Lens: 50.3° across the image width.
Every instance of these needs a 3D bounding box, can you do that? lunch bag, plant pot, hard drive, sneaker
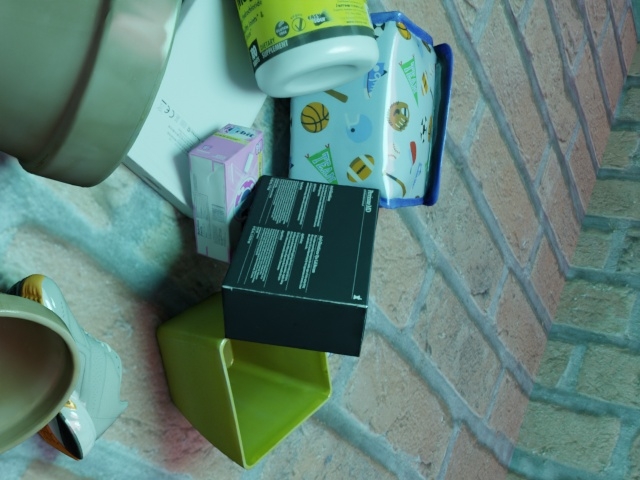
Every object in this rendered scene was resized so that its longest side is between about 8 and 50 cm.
[{"bbox_3d":[0.114,-0.223,1.271,0.385,0.239,0.327,-8,103,-68],"label":"lunch bag"},{"bbox_3d":[-0.390,0.130,0.723,0.237,0.109,0.237,-25,141,-23],"label":"plant pot"},{"bbox_3d":[-0.180,-0.213,1.028,0.203,0.040,0.307,46,60,-47],"label":"hard drive"},{"bbox_3d":[-0.325,-0.233,0.646,0.281,0.323,0.322,11,87,-38],"label":"plant pot"},{"bbox_3d":[-0.322,0.148,0.881,0.121,0.099,0.262,-42,136,-50],"label":"sneaker"},{"bbox_3d":[-0.128,0.182,1.052,0.212,0.187,0.212,-30,120,-46],"label":"plant pot"}]

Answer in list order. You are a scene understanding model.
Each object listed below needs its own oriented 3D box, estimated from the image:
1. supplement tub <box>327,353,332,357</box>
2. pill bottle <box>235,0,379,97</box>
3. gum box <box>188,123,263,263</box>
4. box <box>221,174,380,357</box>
[{"bbox_3d":[0.017,0.191,1.345,0.107,0.071,0.070,-21,113,-50],"label":"supplement tub"},{"bbox_3d":[-0.042,-0.398,1.010,0.188,0.188,0.333,-13,88,-51],"label":"pill bottle"},{"bbox_3d":[-0.138,-0.066,1.027,0.107,0.062,0.188,-51,152,-48],"label":"gum box"},{"bbox_3d":[-0.018,0.026,0.956,0.261,0.185,0.103,-77,171,-51],"label":"box"}]
